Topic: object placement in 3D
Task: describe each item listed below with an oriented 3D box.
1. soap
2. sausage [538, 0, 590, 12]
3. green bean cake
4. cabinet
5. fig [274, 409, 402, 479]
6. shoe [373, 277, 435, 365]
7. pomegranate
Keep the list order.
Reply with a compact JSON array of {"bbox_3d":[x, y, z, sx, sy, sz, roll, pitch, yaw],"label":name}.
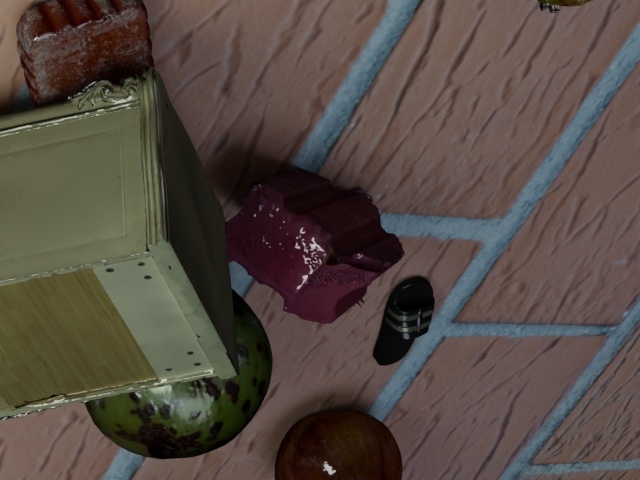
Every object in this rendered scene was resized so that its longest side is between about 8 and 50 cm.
[{"bbox_3d":[0.000,0.000,2.111,0.112,0.182,0.289,-47,175,18],"label":"soap"},{"bbox_3d":[0.224,-0.376,1.876,0.125,0.117,0.317,-38,142,7],"label":"sausage"},{"bbox_3d":[-0.244,-0.196,1.801,0.135,0.056,0.135,-19,145,-16],"label":"green bean cake"},{"bbox_3d":[-0.278,0.014,1.824,0.318,0.227,0.290,-12,147,7],"label":"cabinet"},{"bbox_3d":[0.033,0.348,2.546,0.205,0.205,0.205,-20,143,-15],"label":"fig"},{"bbox_3d":[0.125,0.126,2.462,0.071,0.049,0.179,-11,140,-27],"label":"shoe"},{"bbox_3d":[-0.175,0.111,2.116,0.242,0.242,0.306,-7,106,-29],"label":"pomegranate"}]
